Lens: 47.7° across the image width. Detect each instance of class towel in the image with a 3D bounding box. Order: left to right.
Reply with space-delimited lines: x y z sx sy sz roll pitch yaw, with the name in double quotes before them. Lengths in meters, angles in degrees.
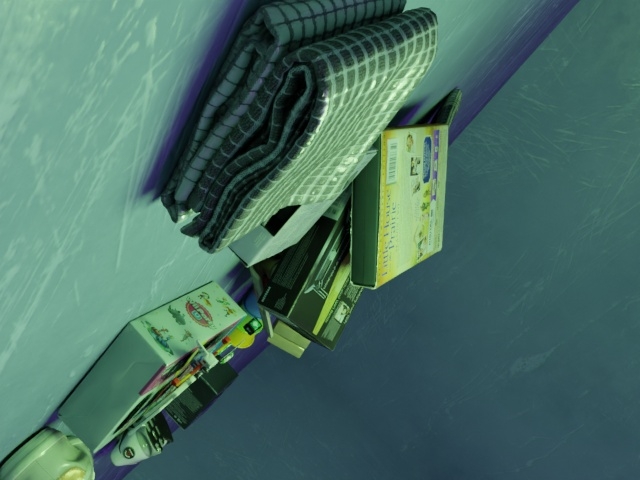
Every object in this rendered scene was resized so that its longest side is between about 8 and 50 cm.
"towel" -0.021 -0.121 0.744 0.235 0.121 0.284 -38 171 -46
"towel" 0.285 -0.231 2.040 0.324 0.056 0.312 -56 -175 46

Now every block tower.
"block tower" -0.043 0.156 1.805 0.091 0.097 0.335 -57 -173 23

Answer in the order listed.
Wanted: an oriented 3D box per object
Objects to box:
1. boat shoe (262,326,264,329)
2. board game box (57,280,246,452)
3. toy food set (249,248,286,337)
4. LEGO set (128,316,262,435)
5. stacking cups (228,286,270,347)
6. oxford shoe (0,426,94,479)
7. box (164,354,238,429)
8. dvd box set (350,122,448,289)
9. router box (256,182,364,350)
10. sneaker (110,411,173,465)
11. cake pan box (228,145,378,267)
"boat shoe" -0.203 0.241 2.258 0.072 0.068 0.190 -57 -171 -23
"board game box" -0.283 0.208 1.267 0.224 0.097 0.303 -48 175 19
"toy food set" -0.027 0.049 1.587 0.306 0.092 0.220 -42 148 -26
"LEGO set" -0.209 0.209 1.204 0.244 0.060 0.182 -39 179 17
"stacking cups" -0.157 0.155 1.872 0.096 0.096 0.316 -39 167 -49
"oxford shoe" -0.483 0.446 1.334 0.169 0.130 0.449 -45 176 -24
"box" -0.392 0.494 2.377 0.207 0.108 0.153 -48 173 26
"dvd box set" 0.178 -0.091 1.547 0.420 0.062 0.308 -22 115 -61
"router box" 0.021 0.048 1.496 0.309 0.081 0.243 -62 149 -12
"sneaker" -0.515 0.563 2.063 0.146 0.122 0.330 -27 174 -3
"cake pan box" -0.028 -0.078 1.249 0.246 0.070 0.267 -50 173 19
